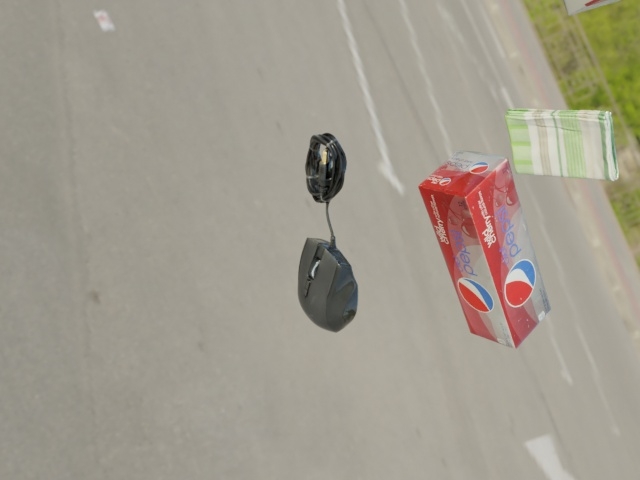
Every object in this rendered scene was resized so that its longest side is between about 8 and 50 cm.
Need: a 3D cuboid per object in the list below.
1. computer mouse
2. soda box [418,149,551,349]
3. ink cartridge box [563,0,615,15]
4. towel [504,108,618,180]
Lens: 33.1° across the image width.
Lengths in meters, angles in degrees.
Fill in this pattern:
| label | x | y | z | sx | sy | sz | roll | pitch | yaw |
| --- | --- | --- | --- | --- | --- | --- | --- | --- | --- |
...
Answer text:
| label | x | y | z | sx | sy | sz | roll | pitch | yaw |
| --- | --- | --- | --- | --- | --- | --- | --- | --- | --- |
| computer mouse | 0.000 | 0.000 | 1.038 | 0.071 | 0.041 | 0.242 | 43 | -32 | 42 |
| soda box | 0.220 | 0.014 | 1.418 | 0.092 | 0.083 | 0.263 | -41 | 127 | -26 |
| ink cartridge box | 0.373 | -0.326 | 1.310 | 0.099 | 0.135 | 0.056 | 170 | -99 | -74 |
| towel | 0.339 | -0.133 | 1.522 | 0.023 | 0.152 | 0.113 | -52 | 137 | -42 |
